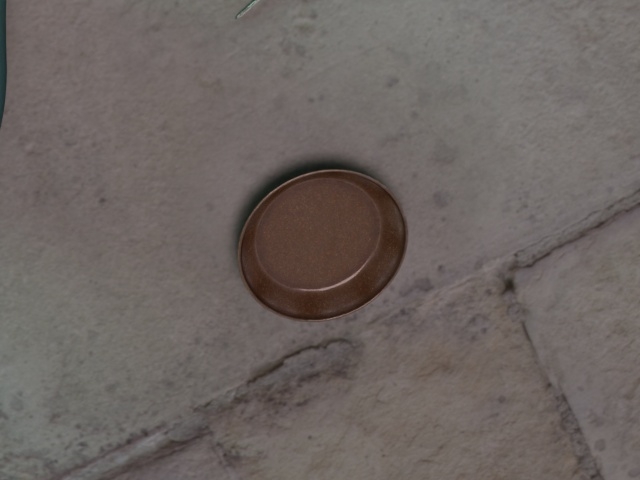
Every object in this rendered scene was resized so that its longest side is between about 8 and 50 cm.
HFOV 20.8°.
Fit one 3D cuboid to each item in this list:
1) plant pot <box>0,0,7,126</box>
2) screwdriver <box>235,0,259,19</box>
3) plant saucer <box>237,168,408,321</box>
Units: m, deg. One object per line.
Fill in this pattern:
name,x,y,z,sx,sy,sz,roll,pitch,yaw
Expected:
plant pot,-0.414,-0.170,1.649,0.271,0.271,0.255,16,99,-23
screwdriver,-0.023,-0.283,1.819,0.025,0.024,0.170,45,104,-2
plant saucer,0.000,0.000,1.982,0.198,0.036,0.198,-7,122,-11
